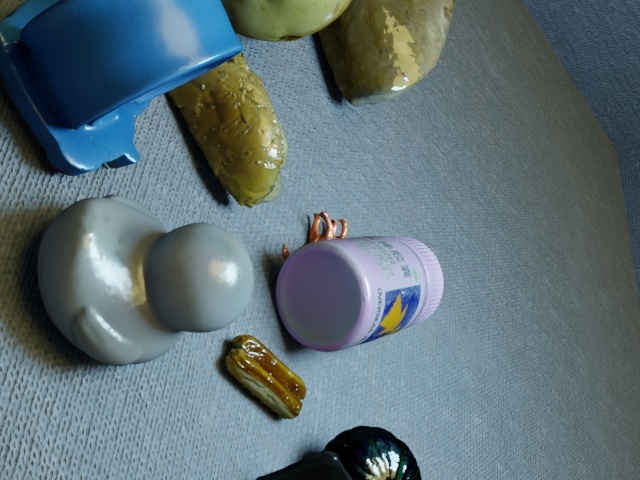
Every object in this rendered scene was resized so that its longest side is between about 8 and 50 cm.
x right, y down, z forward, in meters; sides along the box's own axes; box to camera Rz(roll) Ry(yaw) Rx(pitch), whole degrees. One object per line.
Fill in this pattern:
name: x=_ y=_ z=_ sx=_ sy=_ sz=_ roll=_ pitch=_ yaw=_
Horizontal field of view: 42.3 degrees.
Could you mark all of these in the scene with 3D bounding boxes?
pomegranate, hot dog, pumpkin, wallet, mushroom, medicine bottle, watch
pomegranate: x=-0.078 y=-0.495 z=1.384 sx=0.319 sy=0.319 sz=0.319 roll=33 pitch=48 yaw=-45
hot dog: x=-0.078 y=0.204 z=1.227 sx=0.165 sy=0.045 sz=0.071 roll=48 pitch=36 yaw=-32
pumpkin: x=0.067 y=0.380 z=1.252 sx=0.194 sy=0.150 sz=0.194 roll=30 pitch=52 yaw=-48
wallet: x=0.023 y=0.426 z=1.168 sx=0.285 sy=0.146 sz=0.030 roll=61 pitch=19 yaw=-15
mushroom: x=0.109 y=-0.478 z=1.716 sx=0.313 sy=0.225 sz=0.397 roll=51 pitch=37 yaw=-32
medicine bottle: x=0.075 y=0.081 z=1.400 sx=0.291 sy=0.178 sz=0.178 roll=-4 pitch=77 yaw=-57
watch: x=-0.219 y=-0.241 z=1.038 sx=0.305 sy=0.275 sz=0.241 roll=-44 pitch=110 yaw=-50

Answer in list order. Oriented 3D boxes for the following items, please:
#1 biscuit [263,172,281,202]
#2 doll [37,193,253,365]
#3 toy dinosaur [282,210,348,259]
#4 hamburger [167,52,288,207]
biscuit: x=-0.104 y=-0.121 z=1.392 sx=0.120 sy=0.015 sz=0.120 roll=32 pitch=49 yaw=-45
doll: x=-0.197 y=0.041 z=0.981 sx=0.251 sy=0.221 sz=0.221 roll=40 pitch=43 yaw=-39
toy dinosaur: x=0.005 y=-0.001 z=1.455 sx=0.280 sy=0.055 sz=0.101 roll=6 pitch=80 yaw=-56
hamburger: x=-0.132 y=-0.185 z=1.279 sx=0.124 sy=0.131 sz=0.261 roll=-33 pitch=97 yaw=-53
